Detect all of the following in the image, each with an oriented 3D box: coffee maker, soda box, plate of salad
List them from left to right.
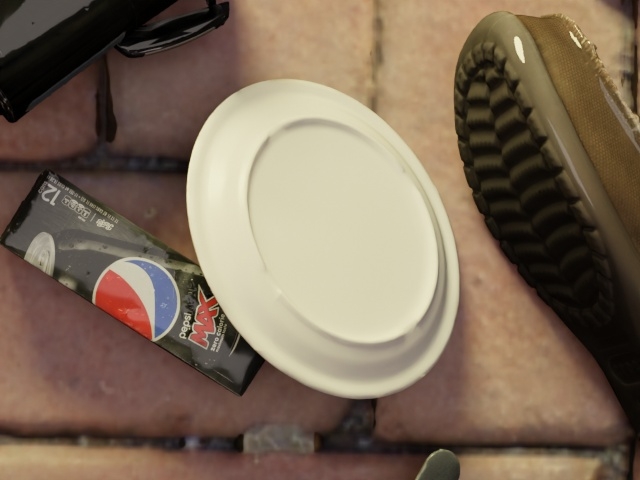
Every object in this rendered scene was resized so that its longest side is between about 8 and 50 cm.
[{"bbox_3d":[-0.141,-0.164,1.036,0.178,0.171,0.120,-37,67,-10],"label":"coffee maker"},{"bbox_3d":[-0.105,0.025,1.091,0.169,0.060,0.053,33,85,-7],"label":"soda box"},{"bbox_3d":[0.000,0.000,1.086,0.200,0.048,0.199,18,59,-33],"label":"plate of salad"}]

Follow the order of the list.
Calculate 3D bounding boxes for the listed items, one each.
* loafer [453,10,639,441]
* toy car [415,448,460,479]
[{"bbox_3d":[0.209,0.011,1.117,0.130,0.134,0.366,-34,98,-18],"label":"loafer"},{"bbox_3d":[0.045,0.221,1.077,0.188,0.149,0.155,-43,107,-19],"label":"toy car"}]
